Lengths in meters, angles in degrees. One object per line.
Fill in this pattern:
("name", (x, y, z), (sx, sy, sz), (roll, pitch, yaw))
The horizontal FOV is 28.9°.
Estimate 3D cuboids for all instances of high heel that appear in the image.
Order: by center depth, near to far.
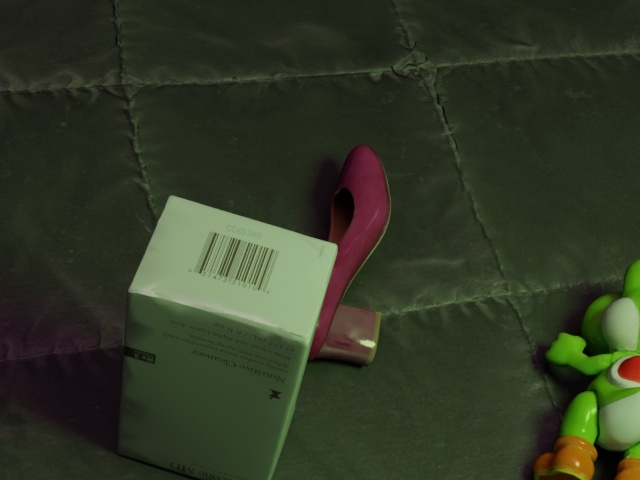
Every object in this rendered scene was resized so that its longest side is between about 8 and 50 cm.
("high heel", (0.000, 0.000, 1.822), (0.181, 0.127, 0.377), (14, 54, -15))

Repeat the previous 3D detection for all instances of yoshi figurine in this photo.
("yoshi figurine", (0.422, 0.204, 1.769), (0.203, 0.203, 0.362), (0, 56, 40))

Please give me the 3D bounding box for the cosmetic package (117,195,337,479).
("cosmetic package", (-0.123, 0.142, 1.527), (0.217, 0.385, 0.156), (16, 50, 3))
